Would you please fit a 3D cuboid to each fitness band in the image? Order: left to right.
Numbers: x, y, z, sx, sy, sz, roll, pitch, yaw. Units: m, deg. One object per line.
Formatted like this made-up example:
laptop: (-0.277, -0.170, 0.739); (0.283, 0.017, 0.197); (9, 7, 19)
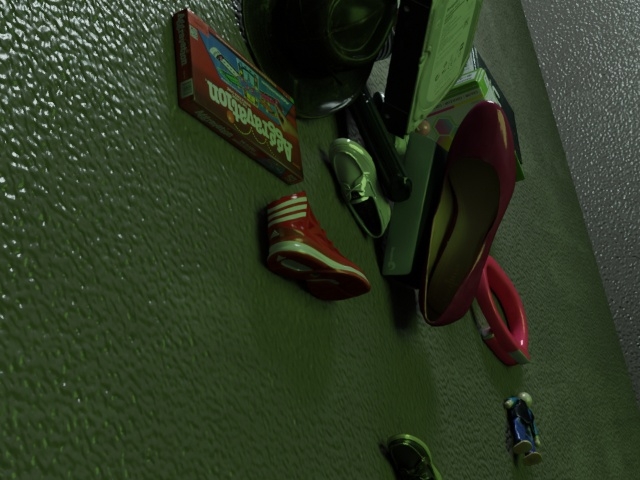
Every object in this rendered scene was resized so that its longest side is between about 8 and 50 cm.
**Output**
fitness band: (0.390, 0.154, 2.272); (0.291, 0.054, 0.209); (46, 31, -46)

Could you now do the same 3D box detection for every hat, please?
hat: (0.034, -0.353, 1.632); (0.331, 0.133, 0.332); (3, 86, -49)

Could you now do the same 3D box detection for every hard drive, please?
hard drive: (0.181, -0.047, 1.832); (0.172, 0.054, 0.255); (25, 75, -60)
hard drive: (0.203, -0.365, 1.787); (0.237, 0.064, 0.339); (-48, 158, -36)

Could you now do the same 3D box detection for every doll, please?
doll: (0.425, 0.386, 2.172); (0.129, 0.046, 0.189); (50, 23, -22)

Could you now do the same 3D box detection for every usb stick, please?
usb stick: (0.090, -0.187, 1.782); (0.077, 0.045, 0.278); (65, 3, -61)

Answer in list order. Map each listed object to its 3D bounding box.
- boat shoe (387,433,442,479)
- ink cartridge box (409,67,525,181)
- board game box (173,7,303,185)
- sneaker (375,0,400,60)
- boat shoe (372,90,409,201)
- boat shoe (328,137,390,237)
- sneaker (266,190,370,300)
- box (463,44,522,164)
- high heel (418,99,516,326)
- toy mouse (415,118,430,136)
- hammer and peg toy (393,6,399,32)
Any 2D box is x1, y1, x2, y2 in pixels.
boat shoe: (0.146, 0.347, 1.570); (0.152, 0.056, 0.049); (53, 24, -36)
ink cartridge box: (0.287, -0.194, 2.122); (0.255, 0.188, 0.097); (64, 23, -17)
board game box: (-0.109, -0.192, 1.450); (0.281, 0.027, 0.145); (33, 45, -56)
sneaker: (0.041, -0.526, 1.855); (0.448, 0.169, 0.257); (67, 21, -15)
boat shoe: (0.119, -0.172, 1.900); (0.075, 0.083, 0.226); (20, 50, -27)
boat shoe: (0.062, -0.082, 1.712); (0.063, 0.066, 0.184); (-79, 153, -51)
sneaker: (0.000, 0.000, 1.473); (0.221, 0.087, 0.128); (35, 43, -56)
box: (0.341, -0.286, 2.371); (0.270, 0.143, 0.165); (45, 34, -46)
high heel: (0.245, -0.041, 1.745); (0.181, 0.127, 0.377); (-34, 131, -67)
toy mouse: (0.196, -0.183, 1.964); (0.143, 0.031, 0.161); (-86, 166, -53)
hammer and peg toy: (0.166, -0.553, 1.807); (0.266, 0.127, 0.361); (-64, 165, -46)
